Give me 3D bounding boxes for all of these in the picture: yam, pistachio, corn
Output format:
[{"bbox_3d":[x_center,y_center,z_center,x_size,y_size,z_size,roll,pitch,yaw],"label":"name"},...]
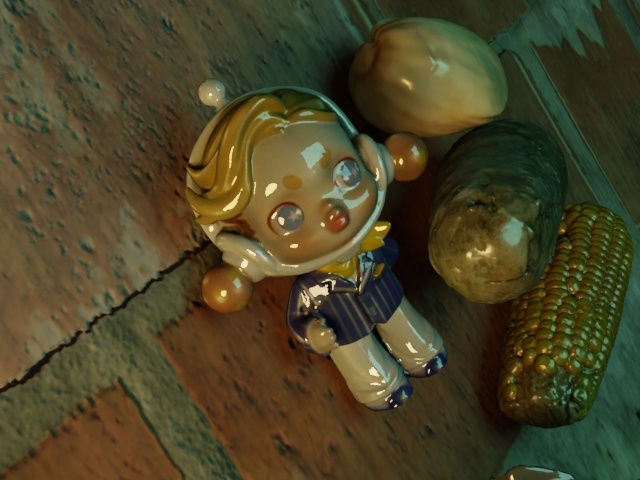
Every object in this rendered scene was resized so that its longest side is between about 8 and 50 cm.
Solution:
[{"bbox_3d":[0.160,-0.026,1.002,0.133,0.133,0.330,58,18,-8],"label":"yam"},{"bbox_3d":[0.108,-0.152,1.073,0.145,0.117,0.200,47,24,22],"label":"pistachio"},{"bbox_3d":[0.248,0.068,1.121,0.119,0.119,0.322,50,42,-18],"label":"corn"}]

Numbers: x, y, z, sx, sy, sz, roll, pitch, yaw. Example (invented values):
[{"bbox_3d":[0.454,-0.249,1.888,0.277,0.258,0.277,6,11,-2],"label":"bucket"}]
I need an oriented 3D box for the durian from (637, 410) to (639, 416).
[{"bbox_3d":[0.505,0.181,1.387,0.260,0.154,0.186,-64,145,-40],"label":"durian"}]

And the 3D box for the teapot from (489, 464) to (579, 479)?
[{"bbox_3d":[0.121,0.354,0.641,0.362,0.306,0.376,-44,124,-61],"label":"teapot"}]

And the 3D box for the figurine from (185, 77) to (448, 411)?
[{"bbox_3d":[0.010,-0.004,0.847,0.274,0.133,0.193,36,85,-29],"label":"figurine"}]

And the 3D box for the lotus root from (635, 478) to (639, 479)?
[{"bbox_3d":[0.308,0.306,1.033,0.241,0.123,0.124,-33,124,-58],"label":"lotus root"}]
